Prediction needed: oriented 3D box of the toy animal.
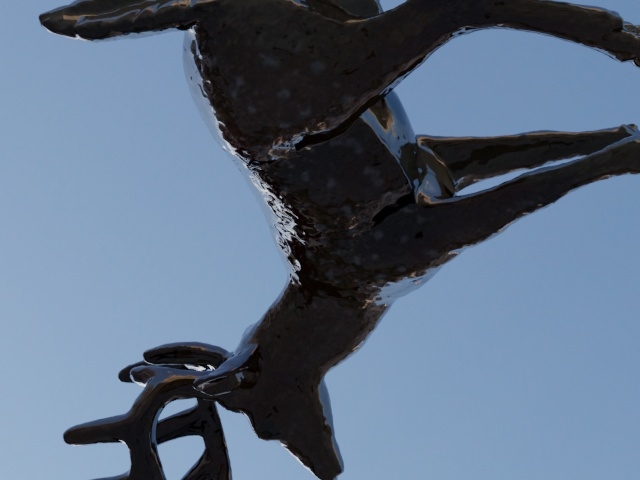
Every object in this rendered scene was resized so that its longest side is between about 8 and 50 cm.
[{"bbox_3d":[0.000,-0.011,0.557,0.260,0.087,0.243,-18,-55,11],"label":"toy animal"}]
